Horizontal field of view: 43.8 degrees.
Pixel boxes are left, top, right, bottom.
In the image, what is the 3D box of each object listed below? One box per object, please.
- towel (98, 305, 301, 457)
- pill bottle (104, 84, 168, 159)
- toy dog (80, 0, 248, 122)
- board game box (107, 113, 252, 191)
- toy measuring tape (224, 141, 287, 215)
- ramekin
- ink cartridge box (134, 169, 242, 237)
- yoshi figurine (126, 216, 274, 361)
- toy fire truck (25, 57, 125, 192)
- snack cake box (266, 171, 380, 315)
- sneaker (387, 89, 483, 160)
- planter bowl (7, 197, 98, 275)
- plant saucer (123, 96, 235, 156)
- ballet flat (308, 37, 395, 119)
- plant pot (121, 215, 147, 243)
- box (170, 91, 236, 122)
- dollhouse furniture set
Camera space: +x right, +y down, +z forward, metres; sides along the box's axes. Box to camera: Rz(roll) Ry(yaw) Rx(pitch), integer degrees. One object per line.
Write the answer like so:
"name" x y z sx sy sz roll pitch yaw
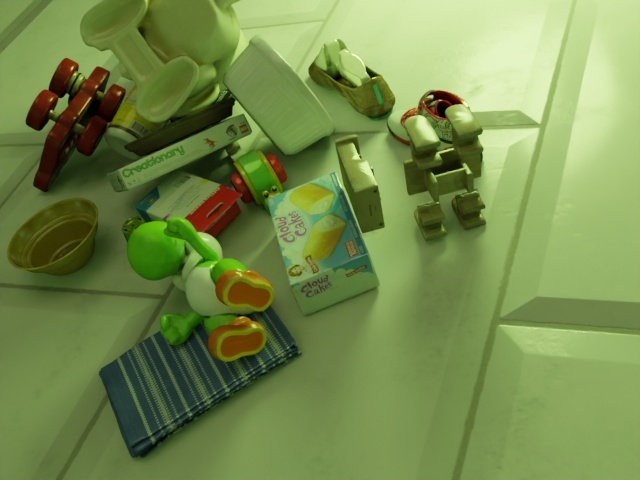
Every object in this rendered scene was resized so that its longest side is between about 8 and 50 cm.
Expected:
"towel" -0.222 0.219 1.424 0.336 0.040 0.243 -31 39 -11
"pill bottle" -0.441 -0.316 1.994 0.117 0.117 0.215 10 61 33
"toy dog" -0.301 -0.458 1.843 0.395 0.284 0.408 -46 -3 8
"board game box" -0.320 -0.195 1.789 0.305 0.053 0.193 -28 12 -19
"toy measuring tape" -0.157 -0.167 1.733 0.121 0.121 0.330 -30 41 -6
"ramekin" -0.099 -0.306 1.749 0.127 0.273 0.273 -41 42 1
"ink cartridge box" -0.270 -0.062 1.700 0.231 0.078 0.134 21 57 40
"yoshi figurine" -0.240 0.065 1.435 0.203 0.203 0.362 -40 37 -11
"toy fire truck" -0.631 -0.294 2.019 0.254 0.169 0.302 -48 19 48
"snack cake box" 0.000 0.000 1.501 0.152 0.089 0.264 -21 41 2
"sneaker" 0.220 -0.254 1.621 0.090 0.145 0.270 -36 42 -13
"planter bowl" -0.569 0.012 1.755 0.217 0.090 0.217 -13 42 12
"plant saucer" -0.319 -0.258 1.837 0.278 0.041 0.278 -23 9 4
"ballet flat" 0.058 -0.399 1.867 0.116 0.124 0.342 -30 41 -7
"plant pot" -0.384 -0.007 1.696 0.083 0.079 0.083 -13 43 13
"box" -0.302 -0.350 2.058 0.162 0.029 0.116 5 50 31
"dollhouse furniture set" 0.166 -0.129 1.444 0.242 0.212 0.161 -15 41 -2
